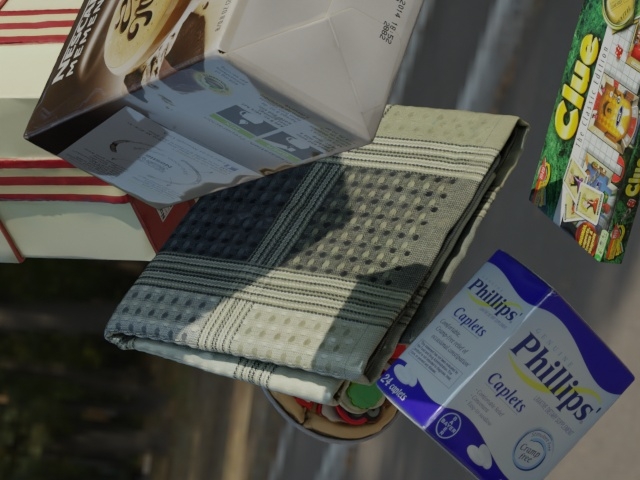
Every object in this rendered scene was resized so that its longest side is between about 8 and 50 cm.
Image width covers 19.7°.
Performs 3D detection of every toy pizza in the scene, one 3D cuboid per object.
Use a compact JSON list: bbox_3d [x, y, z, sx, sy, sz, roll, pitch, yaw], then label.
[{"bbox_3d":[0.016,0.097,1.791,0.032,0.201,0.201,-27,51,50],"label":"toy pizza"}]

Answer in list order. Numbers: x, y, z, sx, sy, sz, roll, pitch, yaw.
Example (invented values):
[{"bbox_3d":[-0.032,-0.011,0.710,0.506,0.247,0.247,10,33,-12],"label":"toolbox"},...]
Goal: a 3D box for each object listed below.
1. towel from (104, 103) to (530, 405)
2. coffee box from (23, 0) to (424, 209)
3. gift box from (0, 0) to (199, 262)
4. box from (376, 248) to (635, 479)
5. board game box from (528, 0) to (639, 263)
[{"bbox_3d":[0.000,0.000,1.665,0.312,0.324,0.056,-56,-48,-27],"label":"towel"},{"bbox_3d":[-0.061,-0.135,1.197,0.297,0.119,0.168,-15,51,59],"label":"coffee box"},{"bbox_3d":[-0.253,-0.136,1.908,0.276,0.258,0.255,-59,-40,-44],"label":"gift box"},{"bbox_3d":[0.135,0.102,1.338,0.137,0.126,0.072,-48,37,-2],"label":"box"},{"bbox_3d":[0.257,-0.124,1.634,0.136,0.030,0.259,-129,47,-57],"label":"board game box"}]
